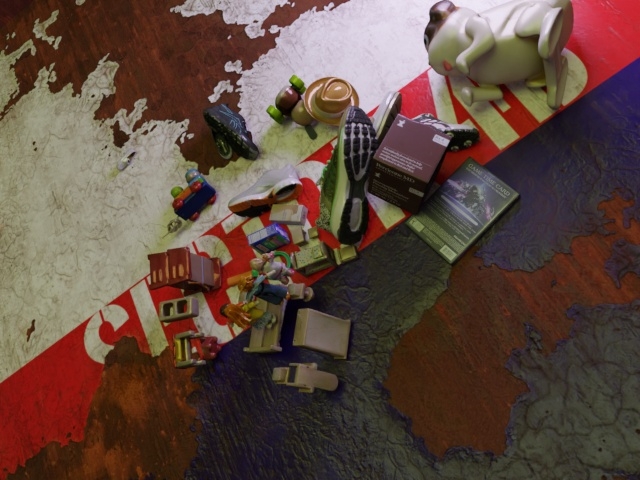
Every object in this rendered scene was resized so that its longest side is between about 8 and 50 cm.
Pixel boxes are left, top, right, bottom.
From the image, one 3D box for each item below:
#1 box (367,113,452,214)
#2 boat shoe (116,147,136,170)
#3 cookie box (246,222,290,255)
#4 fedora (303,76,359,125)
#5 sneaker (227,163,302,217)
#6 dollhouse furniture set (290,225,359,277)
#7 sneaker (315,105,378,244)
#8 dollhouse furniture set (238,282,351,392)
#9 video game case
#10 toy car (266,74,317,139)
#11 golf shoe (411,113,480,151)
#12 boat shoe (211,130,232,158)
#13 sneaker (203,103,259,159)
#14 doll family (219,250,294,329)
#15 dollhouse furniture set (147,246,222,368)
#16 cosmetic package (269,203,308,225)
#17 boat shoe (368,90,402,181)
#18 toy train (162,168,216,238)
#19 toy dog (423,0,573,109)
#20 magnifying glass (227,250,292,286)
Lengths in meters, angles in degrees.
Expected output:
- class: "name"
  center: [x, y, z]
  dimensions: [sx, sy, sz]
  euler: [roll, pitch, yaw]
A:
- class: "box"
  center: [0.247, -0.212, 1.756]
  dimensions: [0.168, 0.203, 0.167]
  euler: [26, 69, 11]
- class: "boat shoe"
  center: [-0.753, -0.312, 2.407]
  dimensions: [0.035, 0.035, 0.100]
  euler: [29, 78, 34]
- class: "cookie box"
  center: [-0.165, -0.003, 1.974]
  dimensions: [0.107, 0.092, 0.040]
  euler: [-24, 59, 16]
- class: "fedora"
  center: [0.043, -0.470, 2.020]
  dimensions: [0.194, 0.079, 0.194]
  euler: [4, 70, -11]
- class: "sneaker"
  center: [-0.187, -0.168, 2.058]
  dimensions: [0.262, 0.099, 0.121]
  euler: [-20, 56, 9]
- class: "dollhouse furniture set"
  center: [0.000, 0.000, 1.888]
  dimensions: [0.181, 0.101, 0.161]
  euler: [-22, 63, 16]
- class: "sneaker"
  center: [0.048, -0.200, 1.859]
  dimensions: [0.182, 0.158, 0.411]
  euler: [11, 96, 42]
- class: "dollhouse furniture set"
  center: [-0.098, 0.300, 1.847]
  dimensions: [0.355, 0.173, 0.303]
  euler: [-13, 62, 47]
- class: "video game case"
  center: [0.403, -0.087, 1.777]
  dimensions: [0.274, 0.026, 0.196]
  euler: [-46, 58, 2]
- class: "toy car"
  center: [-0.061, -0.435, 2.098]
  dimensions: [0.188, 0.149, 0.155]
  euler: [38, 93, 3]
- class: "golf shoe"
  center: [0.342, -0.333, 1.860]
  dimensions: [0.272, 0.105, 0.120]
  euler: [1, 64, 25]
- class: "boat shoe"
  center: [-0.360, -0.351, 2.231]
  dimensions: [0.049, 0.040, 0.142]
  euler: [-34, 60, 10]
- class: "sneaker"
  center: [-0.297, -0.395, 2.185]
  dimensions: [0.106, 0.101, 0.267]
  euler: [-36, 71, -28]
- class: "doll family"
  center: [-0.179, 0.162, 1.737]
  dimensions: [0.263, 0.163, 0.118]
  euler: [-57, 39, 13]
- class: "dollhouse furniture set"
  center: [-0.420, 0.220, 1.954]
  dimensions: [0.152, 0.201, 0.374]
  euler: [-13, 72, 20]
- class: "cosmetic package"
  center: [-0.103, -0.083, 2.005]
  dimensions: [0.115, 0.041, 0.060]
  euler: [2, 72, 26]
- class: "boat shoe"
  center: [0.161, -0.337, 1.938]
  dimensions: [0.103, 0.113, 0.302]
  euler: [21, 81, 24]
- class: "toy train"
  center: [-0.494, -0.134, 2.181]
  dimensions: [0.248, 0.105, 0.143]
  euler: [-42, 49, 5]
- class: "toy dog"
  center: [0.493, -0.585, 1.785]
  dimensions: [0.407, 0.284, 0.396]
  euler: [8, 74, 30]
- class: "magnifying glass"
  center: [-0.195, 0.100, 1.987]
  dimensions: [0.230, 0.026, 0.092]
  euler: [-20, 63, 18]
